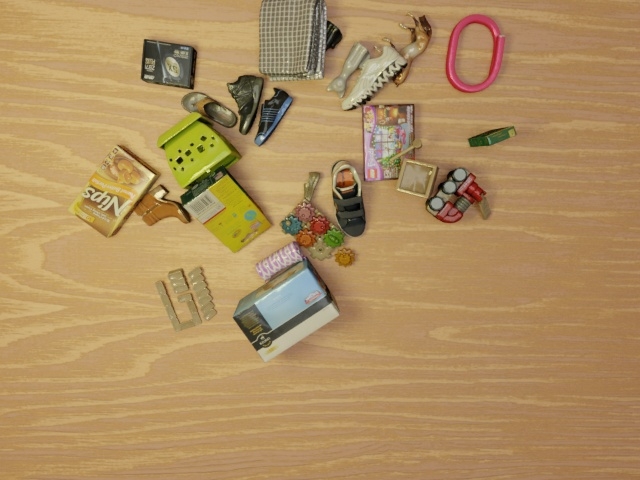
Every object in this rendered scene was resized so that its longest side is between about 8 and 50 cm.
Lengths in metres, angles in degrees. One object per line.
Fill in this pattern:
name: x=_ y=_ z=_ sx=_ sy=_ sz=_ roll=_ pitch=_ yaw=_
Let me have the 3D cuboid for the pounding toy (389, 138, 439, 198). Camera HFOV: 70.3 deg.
pounding toy: x=0.358 y=-0.280 z=1.745 sx=0.181 sy=0.094 sz=0.205 roll=17 pitch=98 yaw=19

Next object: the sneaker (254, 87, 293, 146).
sneaker: x=-0.201 y=-0.476 z=1.750 sx=0.091 sy=0.081 sz=0.232 roll=34 pitch=89 yaw=-5

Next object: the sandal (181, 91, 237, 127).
sandal: x=-0.425 y=-0.499 z=1.739 sx=0.219 sy=0.060 sz=0.089 roll=28 pitch=97 yaw=-7

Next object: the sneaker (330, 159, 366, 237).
sneaker: x=0.108 y=-0.157 z=1.795 sx=0.126 sy=0.127 sz=0.320 roll=-16 pitch=101 yaw=-2

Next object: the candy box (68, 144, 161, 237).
candy box: x=-0.793 y=-0.188 z=1.755 sx=0.183 sy=0.087 sz=0.316 roll=38 pitch=95 yaw=-8

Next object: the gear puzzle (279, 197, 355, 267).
gear puzzle: x=0.000 y=0.000 z=1.829 sx=0.339 sy=0.044 sz=0.175 roll=42 pitch=110 yaw=-13

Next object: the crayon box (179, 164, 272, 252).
crayon box: x=-0.355 y=-0.110 z=1.745 sx=0.202 sy=0.081 sz=0.318 roll=-35 pitch=134 yaw=2

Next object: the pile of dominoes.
pile of dominoes: x=-0.548 y=0.236 z=1.877 sx=0.196 sy=0.040 sz=0.251 roll=-16 pitch=108 yaw=-1

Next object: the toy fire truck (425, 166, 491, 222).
toy fire truck: x=0.574 y=-0.144 z=1.825 sx=0.246 sy=0.158 sz=0.217 roll=38 pitch=95 yaw=2

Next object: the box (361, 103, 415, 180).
box: x=0.269 y=-0.385 z=1.798 sx=0.201 sy=0.057 sz=0.293 roll=-3 pitch=100 yaw=-2

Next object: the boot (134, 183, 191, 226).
boot: x=-0.621 y=-0.104 z=1.791 sx=0.152 sy=0.073 sz=0.197 roll=-42 pitch=90 yaw=5

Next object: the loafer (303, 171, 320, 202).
loafer: x=-0.047 y=-0.208 z=1.814 sx=0.050 sy=0.056 sz=0.147 roll=22 pitch=90 yaw=-3

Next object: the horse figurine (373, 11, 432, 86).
horse figurine: x=0.334 y=-0.745 z=1.740 sx=0.263 sy=0.066 sz=0.174 roll=-43 pitch=93 yaw=6

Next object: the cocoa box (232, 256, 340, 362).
cocoa box: x=-0.133 y=0.263 z=1.793 sx=0.347 sy=0.231 sz=0.227 roll=-33 pitch=99 yaw=2

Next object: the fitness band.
fitness band: x=0.598 y=-0.723 z=1.764 sx=0.209 sy=0.054 sz=0.290 roll=6 pitch=98 yaw=-4

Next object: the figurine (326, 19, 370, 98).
figurine: x=0.053 y=-0.679 z=1.732 sx=0.215 sy=0.092 sz=0.209 roll=33 pitch=104 yaw=-8

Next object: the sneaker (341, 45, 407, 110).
sneaker: x=0.185 y=-0.611 z=1.727 sx=0.292 sy=0.110 sz=0.118 roll=-39 pitch=91 yaw=13

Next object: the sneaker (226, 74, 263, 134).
sneaker: x=-0.302 y=-0.521 z=1.732 sx=0.131 sy=0.087 sz=0.227 roll=13 pitch=95 yaw=-3

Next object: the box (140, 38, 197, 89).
box: x=-0.565 y=-0.655 z=1.697 sx=0.180 sy=0.077 sz=0.147 roll=8 pitch=99 yaw=-5

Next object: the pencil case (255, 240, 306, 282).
pencil case: x=-0.161 y=0.083 z=1.826 sx=0.206 sy=0.086 sz=0.088 roll=-29 pitch=107 yaw=13

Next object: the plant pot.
plant pot: x=-0.455 y=-0.336 z=1.687 sx=0.228 sy=0.227 sz=0.207 roll=-35 pitch=94 yaw=3

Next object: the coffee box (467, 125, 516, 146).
coffee box: x=0.659 y=-0.400 z=1.754 sx=0.113 sy=0.184 sz=0.040 roll=-21 pitch=101 yaw=0

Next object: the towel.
towel: x=-0.107 y=-0.731 z=1.652 sx=0.235 sy=0.121 sz=0.283 roll=8 pitch=101 yaw=22
